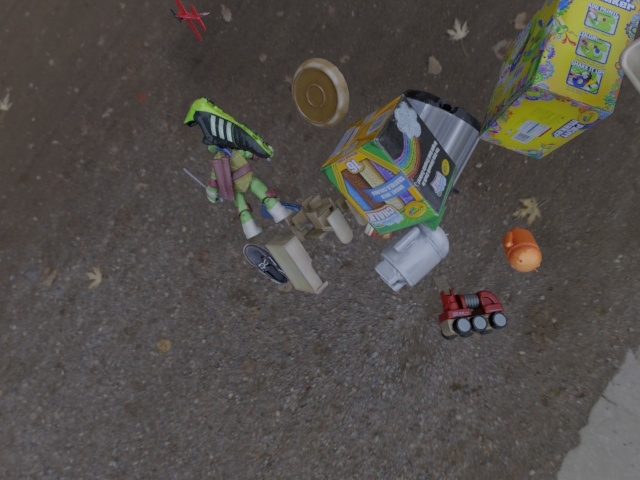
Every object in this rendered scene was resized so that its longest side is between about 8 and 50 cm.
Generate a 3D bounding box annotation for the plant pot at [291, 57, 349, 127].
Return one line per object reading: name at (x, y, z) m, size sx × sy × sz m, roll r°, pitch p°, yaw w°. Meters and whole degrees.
plant pot at (-0.011, -0.496, 1.529) m, size 0.236 × 0.032 × 0.236 m, roll 21°, pitch 130°, yaw 27°

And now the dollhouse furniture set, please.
dollhouse furniture set at (0.000, 0.000, 1.202) m, size 0.242 × 0.212 × 0.161 m, roll -44°, pitch 115°, yaw -27°

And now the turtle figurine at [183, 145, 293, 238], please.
turtle figurine at (-0.197, -0.155, 1.184) m, size 0.198 × 0.275 × 0.266 m, roll -33°, pitch 98°, yaw -24°

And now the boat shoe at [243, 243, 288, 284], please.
boat shoe at (-0.193, 0.087, 1.625) m, size 0.206 × 0.065 × 0.075 m, roll 44°, pitch 81°, yaw -15°

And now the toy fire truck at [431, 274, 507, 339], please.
toy fire truck at (0.509, 0.218, 1.599) m, size 0.217 × 0.158 × 0.246 m, roll -5°, pitch 68°, yaw -15°

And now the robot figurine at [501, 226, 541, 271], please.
robot figurine at (0.808, 0.038, 1.802) m, size 0.128 × 0.219 × 0.158 m, roll -11°, pitch 125°, yaw 14°

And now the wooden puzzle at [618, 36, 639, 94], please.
wooden puzzle at (0.607, -0.293, 0.665) m, size 0.239 × 0.221 × 0.044 m, roll -36°, pitch 48°, yaw 38°

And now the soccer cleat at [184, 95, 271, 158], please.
soccer cleat at (-0.168, -0.190, 0.815) m, size 0.179 × 0.060 × 0.072 m, roll 36°, pitch 97°, yaw 11°

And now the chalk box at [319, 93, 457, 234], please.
chalk box at (0.179, -0.142, 1.026) m, size 0.289 × 0.179 × 0.180 m, roll 47°, pitch 52°, yaw -21°

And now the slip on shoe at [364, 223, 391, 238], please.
slip on shoe at (0.261, -0.154, 1.553) m, size 0.101 × 0.123 × 0.331 m, roll 25°, pitch 82°, yaw 4°

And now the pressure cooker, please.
pressure cooker at (0.393, -0.342, 1.795) m, size 0.375 × 0.370 × 0.420 m, roll 25°, pitch 99°, yaw -7°

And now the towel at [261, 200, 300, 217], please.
towel at (-0.125, -0.094, 1.407) m, size 0.119 × 0.067 × 0.029 m, roll 9°, pitch 45°, yaw -5°

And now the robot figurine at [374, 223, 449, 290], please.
robot figurine at (0.401, 0.053, 1.910) m, size 0.353 × 0.300 × 0.200 m, roll -42°, pitch 55°, yaw -2°

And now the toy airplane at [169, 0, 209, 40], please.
toy airplane at (-0.337, -0.576, 1.150) m, size 0.151 × 0.151 × 0.028 m, roll 33°, pitch 69°, yaw 14°

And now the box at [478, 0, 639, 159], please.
box at (0.542, -0.387, 1.047) m, size 0.177 × 0.290 × 0.279 m, roll 20°, pitch 82°, yaw 1°
